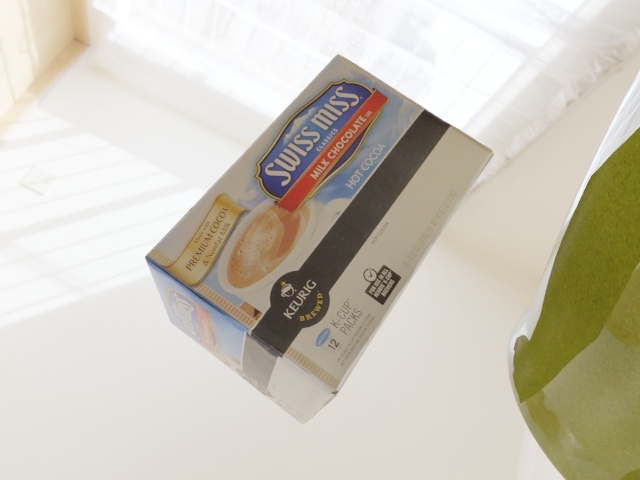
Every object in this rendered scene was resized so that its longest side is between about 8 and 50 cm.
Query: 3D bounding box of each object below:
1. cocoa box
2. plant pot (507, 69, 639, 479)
[{"bbox_3d":[0.000,0.000,0.671,0.347,0.228,0.231,-52,172,-24],"label":"cocoa box"},{"bbox_3d":[0.317,0.031,0.369,0.366,0.366,0.353,-70,-179,-47],"label":"plant pot"}]
